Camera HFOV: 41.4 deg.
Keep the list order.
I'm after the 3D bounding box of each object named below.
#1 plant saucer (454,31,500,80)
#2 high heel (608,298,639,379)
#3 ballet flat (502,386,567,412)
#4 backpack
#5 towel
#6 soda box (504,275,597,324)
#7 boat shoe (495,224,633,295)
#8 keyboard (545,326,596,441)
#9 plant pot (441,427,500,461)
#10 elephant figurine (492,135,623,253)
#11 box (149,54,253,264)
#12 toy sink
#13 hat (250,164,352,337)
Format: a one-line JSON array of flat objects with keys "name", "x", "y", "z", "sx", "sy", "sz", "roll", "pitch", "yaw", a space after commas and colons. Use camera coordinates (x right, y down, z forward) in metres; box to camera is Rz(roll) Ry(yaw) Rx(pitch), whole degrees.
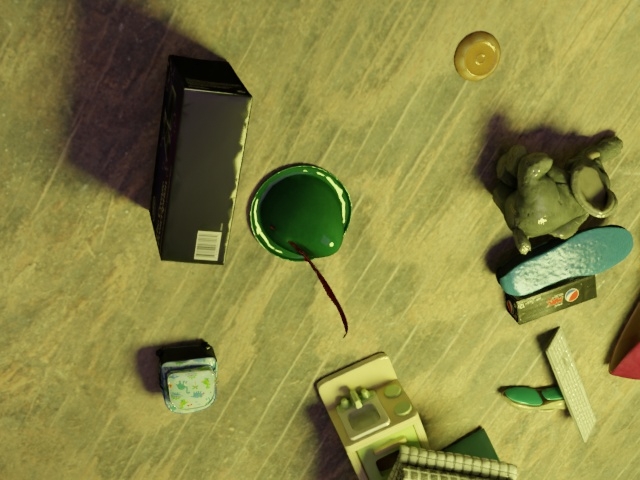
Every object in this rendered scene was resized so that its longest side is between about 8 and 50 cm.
[{"name": "plant saucer", "x": 0.262, "y": -0.301, "z": 1.396, "sx": 0.084, "sy": 0.015, "sz": 0.083, "roll": -7, "pitch": 118, "yaw": -13}, {"name": "high heel", "x": 0.644, "y": 0.114, "z": 1.674, "sx": 0.182, "sy": 0.127, "sz": 0.377, "roll": -11, "pitch": 108, "yaw": 13}, {"name": "ballet flat", "x": 0.449, "y": 0.336, "z": 1.751, "sx": 0.168, "sy": 0.057, "sz": 0.052, "roll": 2, "pitch": 125, "yaw": -18}, {"name": "backpack", "x": -0.230, "y": 0.249, "z": 1.481, "sx": 0.105, "sy": 0.084, "sz": 0.114, "roll": -6, "pitch": 120, "yaw": -12}, {"name": "towel", "x": 0.228, "y": 0.529, "z": 1.576, "sx": 0.235, "sy": 0.121, "sz": 0.283, "roll": 8, "pitch": 119, "yaw": -5}, {"name": "soda box", "x": 0.444, "y": 0.102, "z": 1.632, "sx": 0.169, "sy": 0.053, "sz": 0.060, "roll": -18, "pitch": 120, "yaw": -7}, {"name": "boat shoe", "x": 0.447, "y": 0.020, "z": 1.577, "sx": 0.259, "sy": 0.089, "sz": 0.108, "roll": -14, "pitch": 106, "yaw": -5}, {"name": "keyboard", "x": 0.518, "y": 0.298, "z": 1.739, "sx": 0.072, "sy": 0.014, "sz": 0.256, "roll": -44, "pitch": 119, "yaw": -34}, {"name": "plant pot", "x": 0.282, "y": 0.540, "z": 1.746, "sx": 0.234, "sy": 0.165, "sz": 0.165, "roll": -26, "pitch": 121, "yaw": 5}, {"name": "elephant figurine", "x": 0.436, "y": -0.084, "z": 1.468, "sx": 0.240, "sy": 0.169, "sz": 0.185, "roll": 4, "pitch": 109, "yaw": -14}, {"name": "box", "x": -0.184, "y": -0.121, "z": 1.252, "sx": 0.103, "sy": 0.184, "sz": 0.261, "roll": 5, "pitch": 114, "yaw": -17}, {"name": "toy sink", "x": 0.111, "y": 0.359, "z": 1.613, "sx": 0.153, "sy": 0.131, "sz": 0.234, "roll": -23, "pitch": 120, "yaw": -5}, {"name": "hat", "x": 0.000, "y": 0.000, "z": 1.368, "sx": 0.208, "sy": 0.183, "sz": 0.173, "roll": 38, "pitch": 100, "yaw": -29}]
